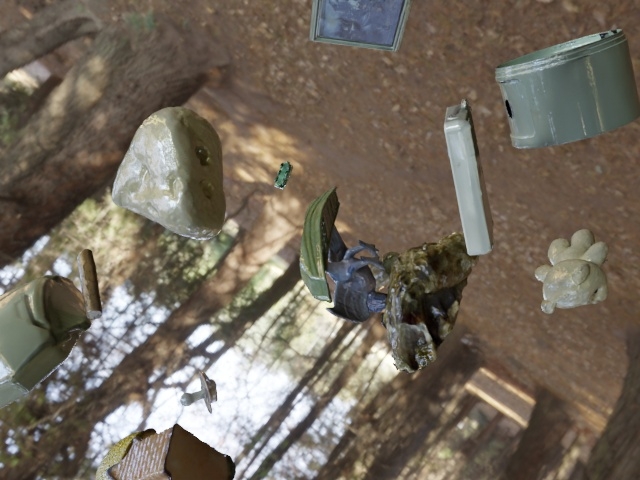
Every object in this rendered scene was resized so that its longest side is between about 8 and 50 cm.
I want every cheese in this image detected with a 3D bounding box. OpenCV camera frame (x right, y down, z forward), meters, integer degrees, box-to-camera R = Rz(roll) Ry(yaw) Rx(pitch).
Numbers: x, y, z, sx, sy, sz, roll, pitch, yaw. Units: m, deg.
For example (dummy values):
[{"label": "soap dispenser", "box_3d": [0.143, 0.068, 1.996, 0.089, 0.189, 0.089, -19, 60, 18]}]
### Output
[{"label": "cheese", "box_3d": [-0.280, -0.137, 1.319, 0.251, 0.247, 0.174, 34, -160, 34]}]

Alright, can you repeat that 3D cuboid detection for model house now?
[{"label": "model house", "box_3d": [-0.265, 0.434, 1.073, 0.166, 0.172, 0.182, 48, -151, -35]}]

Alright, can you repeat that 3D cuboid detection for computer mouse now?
[{"label": "computer mouse", "box_3d": [-0.551, 0.160, 1.184, 0.145, 0.228, 0.429, 51, 171, -17]}]

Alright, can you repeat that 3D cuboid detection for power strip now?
[{"label": "power strip", "box_3d": [0.183, -0.074, 0.792, 0.081, 0.035, 0.192, -63, -40, -57]}]

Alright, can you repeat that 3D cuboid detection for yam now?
[{"label": "yam", "box_3d": [-0.400, 0.073, 1.119, 0.032, 0.032, 0.145, 43, -163, -50]}, {"label": "yam", "box_3d": [0.136, 0.086, 1.542, 0.067, 0.071, 0.317, 8, 166, -6]}]

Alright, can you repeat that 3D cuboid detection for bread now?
[{"label": "bread", "box_3d": [-0.423, 0.489, 1.414, 0.065, 0.187, 0.149, 22, 169, 23]}]

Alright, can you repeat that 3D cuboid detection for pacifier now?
[{"label": "pacifier", "box_3d": [-0.252, 0.316, 1.329, 0.081, 0.078, 0.099, 49, 148, 44]}]

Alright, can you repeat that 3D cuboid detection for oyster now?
[{"label": "oyster", "box_3d": [0.211, 0.107, 1.219, 0.166, 0.294, 0.094, 15, 160, -7]}]

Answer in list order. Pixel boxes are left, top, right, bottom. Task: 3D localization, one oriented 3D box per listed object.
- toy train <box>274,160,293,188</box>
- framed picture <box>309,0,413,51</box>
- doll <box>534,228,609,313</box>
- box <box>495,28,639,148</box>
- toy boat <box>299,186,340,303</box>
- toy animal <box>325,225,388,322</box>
[{"label": "toy train", "box_3d": [-0.107, -0.189, 1.881, 0.033, 0.083, 0.053, 19, 172, 8]}, {"label": "framed picture", "box_3d": [0.096, -0.543, 1.486, 0.233, 0.019, 0.296, 6, 155, -2]}, {"label": "doll", "box_3d": [0.649, 0.072, 1.637, 0.149, 0.175, 0.278, 25, -141, 3]}, {"label": "box", "box_3d": [0.441, -0.272, 1.163, 0.226, 0.226, 0.149, -155, 45, -70]}, {"label": "toy boat", "box_3d": [0.000, 0.000, 1.190, 0.293, 0.055, 0.093, -83, -15, -53]}, {"label": "toy animal", "box_3d": [0.060, 0.083, 1.337, 0.256, 0.176, 0.239, 19, -142, -22]}]
